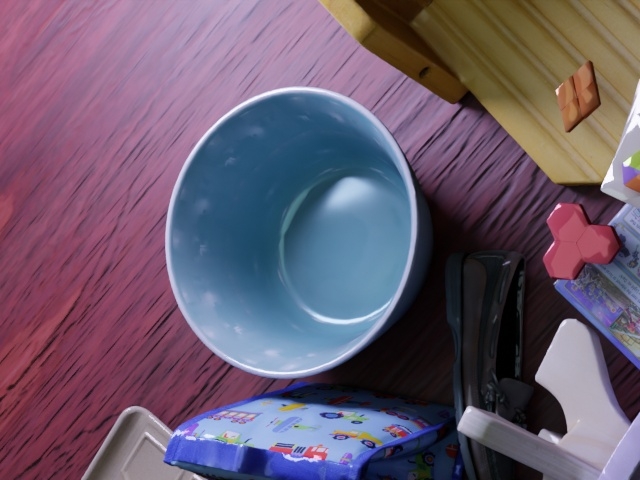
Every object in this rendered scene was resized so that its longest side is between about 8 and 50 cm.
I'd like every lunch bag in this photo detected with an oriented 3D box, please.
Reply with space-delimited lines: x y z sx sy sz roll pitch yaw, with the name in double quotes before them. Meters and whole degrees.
"lunch bag" -0.003 0.221 1.622 0.220 0.293 0.138 7 86 29

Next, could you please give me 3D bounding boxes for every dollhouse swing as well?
"dollhouse swing" 0.221 -0.270 1.588 0.347 0.315 0.305 -45 55 16

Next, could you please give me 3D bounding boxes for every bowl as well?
"bowl" 0.000 0.000 1.725 0.311 0.163 0.312 -4 81 27

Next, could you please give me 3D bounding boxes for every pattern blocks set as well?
"pattern blocks set" 0.363 -0.100 1.531 0.285 0.026 0.325 10 93 24

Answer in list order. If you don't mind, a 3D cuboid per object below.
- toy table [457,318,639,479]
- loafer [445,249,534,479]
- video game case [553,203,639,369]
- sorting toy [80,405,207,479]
"toy table" 0.251 0.217 1.503 0.161 0.252 0.274 28 81 33
"loafer" 0.186 0.137 1.649 0.084 0.096 0.268 -10 76 21
"video game case" 0.410 0.046 1.554 0.244 0.061 0.269 -50 64 13
"sorting toy" -0.216 0.383 1.866 0.229 0.041 0.307 36 101 23
